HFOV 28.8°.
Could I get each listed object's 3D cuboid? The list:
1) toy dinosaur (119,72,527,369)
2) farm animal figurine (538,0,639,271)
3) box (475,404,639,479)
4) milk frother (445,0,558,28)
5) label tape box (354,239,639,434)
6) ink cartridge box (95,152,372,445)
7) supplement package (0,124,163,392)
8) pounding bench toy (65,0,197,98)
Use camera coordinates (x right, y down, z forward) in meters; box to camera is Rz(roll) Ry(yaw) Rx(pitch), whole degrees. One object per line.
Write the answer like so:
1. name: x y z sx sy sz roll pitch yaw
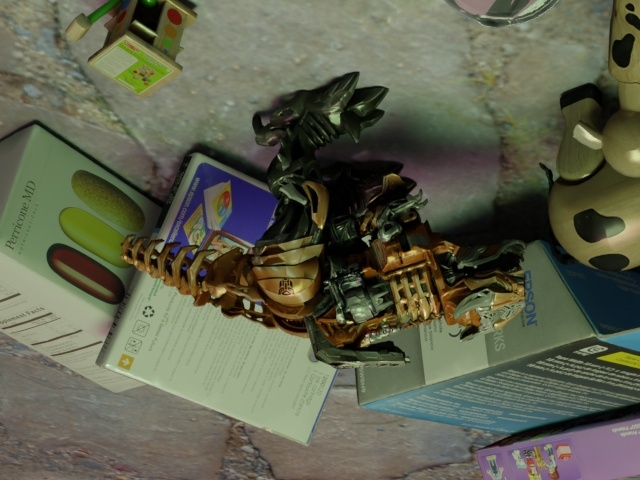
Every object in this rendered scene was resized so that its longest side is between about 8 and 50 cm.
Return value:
1. toy dinosaur: 0.000 0.000 0.997 0.322 0.218 0.164 11 149 -3
2. farm animal figurine: 0.270 -0.066 0.862 0.330 0.172 0.327 24 146 -21
3. box: 0.334 0.194 1.273 0.293 0.057 0.201 -20 173 37
4. milk frother: 0.080 -0.202 0.733 0.143 0.135 0.129 -5 114 17
5. label tape box: 0.229 0.084 1.123 0.240 0.106 0.333 16 152 -42
6. ink cartridge box: -0.066 0.056 1.126 0.208 0.206 0.045 25 175 -20
7. supplement package: -0.228 0.025 1.172 0.134 0.139 0.244 -19 139 40
8. pounding bench toy: -0.143 -0.160 0.925 0.083 0.065 0.052 31 143 -30
